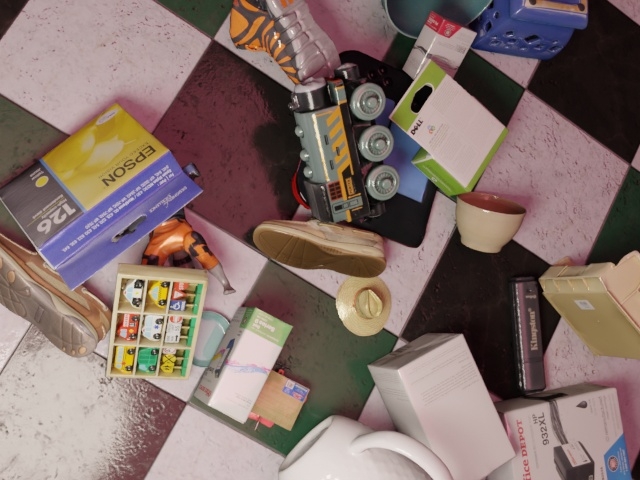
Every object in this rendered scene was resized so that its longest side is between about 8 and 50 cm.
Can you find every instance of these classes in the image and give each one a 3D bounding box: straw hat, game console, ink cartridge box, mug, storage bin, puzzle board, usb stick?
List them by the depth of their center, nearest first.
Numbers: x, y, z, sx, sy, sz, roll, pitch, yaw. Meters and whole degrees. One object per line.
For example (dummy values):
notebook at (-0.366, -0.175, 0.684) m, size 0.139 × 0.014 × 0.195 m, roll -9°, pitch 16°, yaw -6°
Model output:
ink cartridge box at (-0.428, -0.096, 1.475) m, size 0.303 × 0.307 × 0.072 m, roll -40°, pitch 139°, yaw -14°
mug at (0.110, 0.504, 1.544) m, size 0.328 × 0.374 × 0.276 m, roll 46°, pitch 41°, yaw 1°
ink cartridge box at (-0.158, 0.246, 1.565) m, size 0.093 × 0.154 × 0.212 m, roll 28°, pitch 79°, yaw -15°
puzzle board at (-0.099, 0.331, 1.643) m, size 0.128 × 0.011 × 0.096 m, roll 28°, pitch 76°, yaw -9°
straw hat at (0.109, 0.141, 1.732) m, size 0.144 × 0.061 × 0.145 m, roll 2°, pitch 85°, yaw -17°
ink cartridge box at (0.275, -0.255, 1.766) m, size 0.255 × 0.097 × 0.189 m, roll 39°, pitch 73°, yaw -14°
game console at (0.132, -0.211, 1.776) m, size 0.341 × 0.060 × 0.387 m, roll 20°, pitch 80°, yaw -15°
ink cartridge box at (0.273, -0.435, 1.789) m, size 0.109 × 0.063 × 0.151 m, roll 9°, pitch 119°, yaw -36°
ink cartridge box at (0.541, 0.471, 1.800) m, size 0.307 × 0.129 × 0.223 m, roll -8°, pitch 87°, yaw -18°
storage bin at (0.682, 0.150, 1.809) m, size 0.123 × 0.262 × 0.260 m, roll -43°, pitch 98°, yaw -14°
usb stick at (0.494, 0.225, 1.854) m, size 0.077 × 0.045 × 0.278 m, roll -2°, pitch 85°, yaw -17°

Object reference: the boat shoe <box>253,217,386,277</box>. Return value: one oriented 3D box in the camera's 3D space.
boat shoe at (0.000, 0.000, 1.698) m, size 0.302 × 0.109 × 0.098 m, roll 12°, pitch 50°, yaw -14°

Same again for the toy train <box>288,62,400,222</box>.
toy train at (0.047, -0.193, 1.619) m, size 0.190 × 0.142 × 0.334 m, roll -19°, pitch 112°, yaw -17°

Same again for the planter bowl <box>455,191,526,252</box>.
planter bowl at (0.385, -0.037, 1.799) m, size 0.162 × 0.162 × 0.109 m, roll 4°, pitch 109°, yaw -17°

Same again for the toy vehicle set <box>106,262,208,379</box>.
toy vehicle set at (-0.320, 0.163, 1.506) m, size 0.165 × 0.035 × 0.267 m, roll 5°, pitch 125°, yaw -16°

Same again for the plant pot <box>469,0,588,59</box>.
plant pot at (0.505, -0.586, 1.851) m, size 0.235 × 0.212 × 0.236 m, roll 3°, pitch 83°, yaw -17°

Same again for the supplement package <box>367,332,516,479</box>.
supplement package at (0.261, 0.371, 1.697) m, size 0.177 × 0.175 × 0.293 m, roll -24°, pitch 92°, yaw -20°

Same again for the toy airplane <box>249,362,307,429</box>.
toy airplane at (-0.107, 0.334, 1.661) m, size 0.151 × 0.028 × 0.151 m, roll 2°, pitch 82°, yaw -12°

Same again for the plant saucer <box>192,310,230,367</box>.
plant saucer at (-0.243, 0.208, 1.635) m, size 0.119 × 0.021 × 0.119 m, roll 2°, pitch 84°, yaw -18°

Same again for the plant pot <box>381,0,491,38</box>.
plant pot at (0.247, -0.637, 1.766) m, size 0.290 × 0.290 × 0.195 m, roll -9°, pitch 53°, yaw -18°

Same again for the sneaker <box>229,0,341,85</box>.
sneaker at (-0.079, -0.416, 1.683) m, size 0.124 × 0.180 × 0.321 m, roll -40°, pitch 113°, yaw -38°

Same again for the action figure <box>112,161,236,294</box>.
action figure at (-0.357, -0.007, 1.582) m, size 0.341 × 0.178 × 0.330 m, roll -19°, pitch 84°, yaw 11°

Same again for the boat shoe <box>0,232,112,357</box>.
boat shoe at (-0.542, 0.090, 1.516) m, size 0.324 × 0.123 × 0.116 m, roll 43°, pitch 40°, yaw 0°
